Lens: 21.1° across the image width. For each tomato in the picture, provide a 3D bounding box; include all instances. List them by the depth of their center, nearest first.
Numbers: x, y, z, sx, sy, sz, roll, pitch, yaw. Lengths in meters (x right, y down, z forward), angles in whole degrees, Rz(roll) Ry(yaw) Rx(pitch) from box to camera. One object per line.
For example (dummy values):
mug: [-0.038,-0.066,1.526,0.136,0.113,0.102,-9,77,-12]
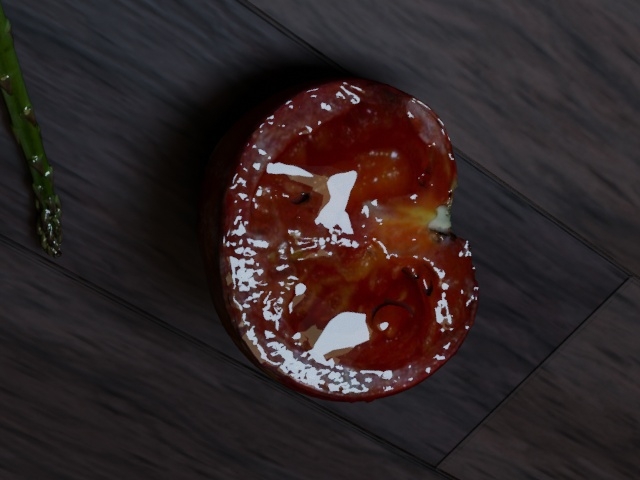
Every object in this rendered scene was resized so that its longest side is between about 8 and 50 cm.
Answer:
tomato: [0.000,0.000,1.265,0.200,0.139,0.233,-6,93,-25]

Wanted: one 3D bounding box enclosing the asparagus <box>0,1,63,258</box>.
asparagus: [-0.209,-0.086,1.194,0.025,0.024,0.248,-12,130,-3]
